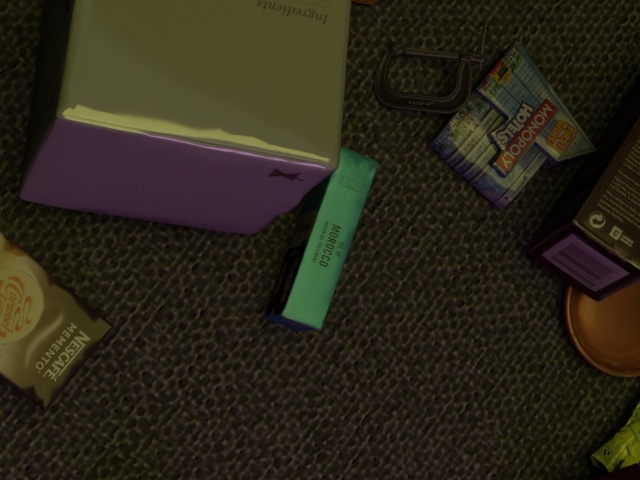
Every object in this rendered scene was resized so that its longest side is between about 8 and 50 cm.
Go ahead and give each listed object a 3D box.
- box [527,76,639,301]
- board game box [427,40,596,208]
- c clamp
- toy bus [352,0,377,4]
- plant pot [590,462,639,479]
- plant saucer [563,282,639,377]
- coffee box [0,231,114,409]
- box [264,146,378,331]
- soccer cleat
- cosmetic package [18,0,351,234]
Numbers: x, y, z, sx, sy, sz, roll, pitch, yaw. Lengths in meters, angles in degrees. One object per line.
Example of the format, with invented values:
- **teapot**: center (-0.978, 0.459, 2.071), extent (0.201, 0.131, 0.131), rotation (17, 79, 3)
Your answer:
- **box**: center (0.470, -0.111, 1.905), extent (0.143, 0.191, 0.381), rotation (34, 73, -1)
- **board game box**: center (0.290, -0.151, 1.930), extent (0.194, 0.060, 0.194), rotation (40, 75, -4)
- **c clamp**: center (0.157, -0.248, 1.902), extent (0.161, 0.022, 0.137), rotation (1, 84, 5)
- **toy bus**: center (0.073, -0.460, 1.815), extent (0.149, 0.211, 0.220), rotation (20, 79, -14)
- **plant pot**: center (0.416, 0.463, 1.787), extent (0.236, 0.267, 0.267), rotation (-43, 100, 8)
- **plant saucer**: center (0.447, 0.103, 1.983), extent (0.200, 0.037, 0.200), rotation (1, 85, -17)
- **coffee box**: center (-0.401, 0.082, 1.679), extent (0.246, 0.098, 0.141), rotation (41, 76, -11)
- **box**: center (0.000, 0.000, 1.814), extent (0.060, 0.100, 0.244), rotation (22, 79, -14)
- **soccer cleat**: center (0.461, 0.304, 1.944), extent (0.121, 0.093, 0.289), rotation (24, 79, -12)
- **cosmetic package**: center (-0.165, -0.250, 1.633), extent (0.327, 0.329, 0.393), rotation (10, 73, -18)
